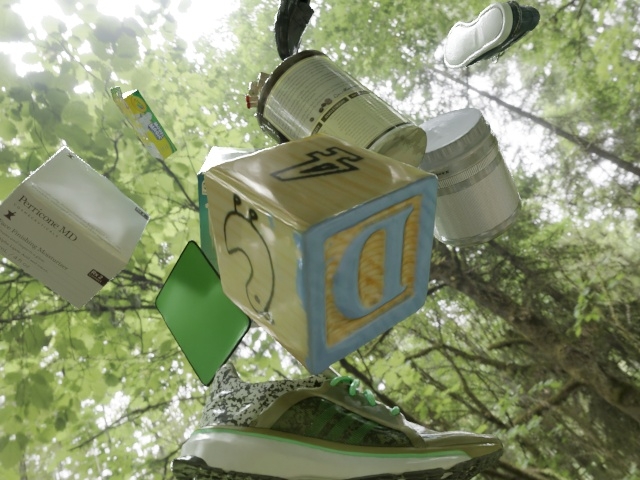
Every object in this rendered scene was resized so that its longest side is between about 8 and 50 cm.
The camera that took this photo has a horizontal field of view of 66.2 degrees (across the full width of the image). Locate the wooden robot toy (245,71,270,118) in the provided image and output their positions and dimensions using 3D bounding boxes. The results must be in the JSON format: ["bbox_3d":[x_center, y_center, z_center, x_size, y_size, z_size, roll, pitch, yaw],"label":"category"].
[{"bbox_3d":[-0.160,-0.399,1.319,0.076,0.079,0.173,4,-24,-2],"label":"wooden robot toy"}]

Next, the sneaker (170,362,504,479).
[{"bbox_3d":[0.029,0.226,0.631,0.409,0.182,0.158,4,-39,-4],"label":"sneaker"}]

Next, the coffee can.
[{"bbox_3d":[0.036,-0.208,0.947,0.201,0.275,0.202,-34,-28,-21],"label":"coffee can"}]

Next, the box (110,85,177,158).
[{"bbox_3d":[-0.408,-0.274,1.126,0.043,0.105,0.179,-42,-59,-20],"label":"box"}]

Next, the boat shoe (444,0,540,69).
[{"bbox_3d":[0.315,-0.389,0.937,0.079,0.254,0.095,-6,-87,-10],"label":"boat shoe"}]

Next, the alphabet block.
[{"bbox_3d":[0.000,0.000,0.593,0.193,0.197,0.193,-23,-54,-33],"label":"alphabet block"}]

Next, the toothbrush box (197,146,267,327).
[{"bbox_3d":[-0.156,-0.011,0.943,0.126,0.216,0.296,2,-69,-6],"label":"toothbrush box"}]

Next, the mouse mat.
[{"bbox_3d":[-0.190,0.112,0.769,0.007,0.190,0.153,4,-51,-52],"label":"mouse mat"}]

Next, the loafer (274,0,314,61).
[{"bbox_3d":[-0.053,-0.504,1.092,0.076,0.078,0.224,18,-103,-69],"label":"loafer"}]

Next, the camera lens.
[{"bbox_3d":[0.328,-0.140,1.152,0.219,0.219,0.274,-36,-65,-9],"label":"camera lens"}]

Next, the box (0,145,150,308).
[{"bbox_3d":[-0.390,-0.025,0.772,0.119,0.182,0.181,-40,-66,13],"label":"box"}]
